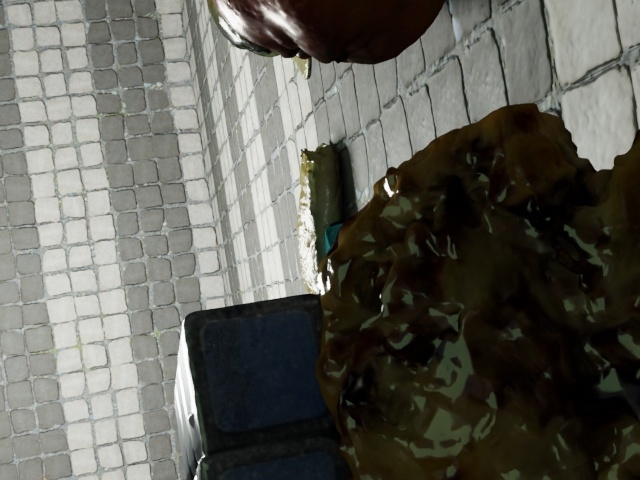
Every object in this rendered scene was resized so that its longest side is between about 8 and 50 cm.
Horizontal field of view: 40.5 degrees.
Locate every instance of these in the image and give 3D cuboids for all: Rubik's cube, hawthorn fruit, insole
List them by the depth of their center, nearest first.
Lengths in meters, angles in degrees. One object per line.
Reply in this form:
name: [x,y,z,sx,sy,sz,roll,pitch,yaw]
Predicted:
Rubik's cube: [0.049,0.209,0.702,0.304,0.300,0.305,113,148,-68]
hawthorn fruit: [0.006,-0.288,0.770,0.224,0.224,0.261,-136,41,-69]
insole: [-0.052,-0.344,1.428,0.248,0.011,0.081,-113,20,-46]

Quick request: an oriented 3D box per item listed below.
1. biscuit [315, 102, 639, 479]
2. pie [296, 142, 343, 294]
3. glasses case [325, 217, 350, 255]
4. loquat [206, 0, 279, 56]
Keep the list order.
biscuit: [0.121,0.089,0.463,0.289,0.081,0.334,-39,70,31]
pie: [0.000,0.000,1.297,0.128,0.068,0.283,-130,34,-72]
glasses case: [0.040,0.129,1.217,0.117,0.070,0.301,-121,24,-60]
loquat: [-0.075,-0.361,1.168,0.179,0.179,0.228,-118,27,-55]
